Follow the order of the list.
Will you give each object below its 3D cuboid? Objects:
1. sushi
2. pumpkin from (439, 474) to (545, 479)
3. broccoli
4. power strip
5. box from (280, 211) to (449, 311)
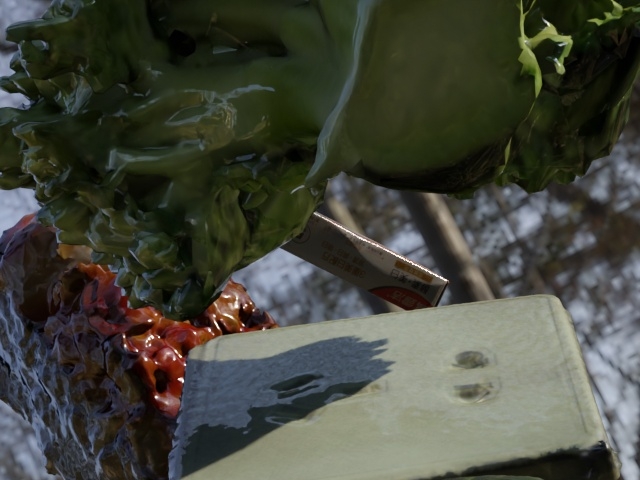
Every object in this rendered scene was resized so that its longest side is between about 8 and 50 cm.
[{"bbox_3d":[-0.117,0.082,1.125,0.196,0.343,0.182,-13,-42,-39],"label":"sushi"},{"bbox_3d":[0.064,0.158,0.562,0.167,0.125,0.167,-3,-54,-4],"label":"pumpkin"},{"bbox_3d":[0.021,-0.127,0.750,0.338,0.277,0.317,-28,20,-31],"label":"broccoli"},{"bbox_3d":[0.034,0.101,0.779,0.213,0.064,0.198,-9,22,5],"label":"power strip"},{"bbox_3d":[0.000,0.000,1.266,0.039,0.218,0.055,-63,15,1],"label":"box"}]
